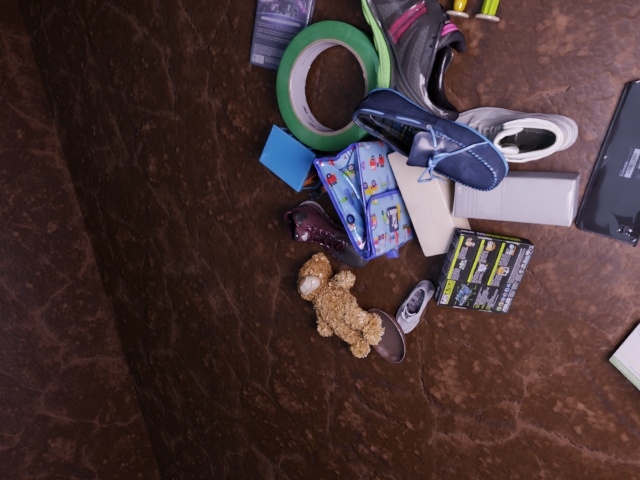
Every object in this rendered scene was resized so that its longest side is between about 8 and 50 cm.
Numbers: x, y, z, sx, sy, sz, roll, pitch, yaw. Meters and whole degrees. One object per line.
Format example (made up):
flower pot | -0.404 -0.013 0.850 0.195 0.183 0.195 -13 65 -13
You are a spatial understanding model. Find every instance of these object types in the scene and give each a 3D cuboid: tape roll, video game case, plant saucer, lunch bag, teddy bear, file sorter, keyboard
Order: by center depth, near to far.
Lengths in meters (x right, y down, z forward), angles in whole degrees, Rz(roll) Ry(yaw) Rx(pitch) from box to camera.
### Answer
keyboard | 0.649 -0.140 0.851 0.201 0.033 0.318 25 118 35
lunch bag | 0.134 -0.092 1.115 0.138 0.221 0.294 -15 94 38
tape roll | 0.033 -0.403 1.174 0.321 0.077 0.322 10 111 28
video game case | -0.108 -0.628 1.257 0.196 0.026 0.275 26 116 28
plant saucer | 0.191 0.270 1.275 0.168 0.029 0.169 38 140 42
file sorter | -0.070 -0.240 1.285 0.170 0.104 0.118 40 118 23
teddy bear | 0.044 0.197 1.309 0.338 0.113 0.245 58 145 7

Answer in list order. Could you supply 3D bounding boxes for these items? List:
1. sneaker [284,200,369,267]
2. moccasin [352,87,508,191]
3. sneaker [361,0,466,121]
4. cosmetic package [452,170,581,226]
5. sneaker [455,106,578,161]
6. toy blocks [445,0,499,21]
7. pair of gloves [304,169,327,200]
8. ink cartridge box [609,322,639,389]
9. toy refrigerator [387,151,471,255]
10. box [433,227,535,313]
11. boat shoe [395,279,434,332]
sneaker | 0.000 0.000 1.277 0.281 0.162 0.107 39 123 21
moccasin | 0.213 -0.192 0.926 0.341 0.117 0.138 33 145 22
sneaker | 0.217 -0.472 0.979 0.202 0.185 0.483 0 114 37
cosmetic package | 0.428 -0.099 0.964 0.237 0.127 0.107 12 110 35
sneaker | 0.371 -0.229 0.940 0.292 0.169 0.108 8 110 36
toy blocks | 0.342 -0.553 0.935 0.123 0.054 0.148 24 116 29
pair of gloves | -0.019 -0.167 1.338 0.074 0.010 0.083 -31 86 35
ink cartridge box | 0.704 0.210 0.846 0.171 0.056 0.235 -116 37 -53
toy refrigerator | 0.272 -0.108 1.080 0.102 0.094 0.270 -15 101 42
box | 0.381 0.075 1.037 0.184 0.045 0.191 9 114 -4
boat shoe | 0.253 0.191 1.214 0.066 0.063 0.184 42 123 19
